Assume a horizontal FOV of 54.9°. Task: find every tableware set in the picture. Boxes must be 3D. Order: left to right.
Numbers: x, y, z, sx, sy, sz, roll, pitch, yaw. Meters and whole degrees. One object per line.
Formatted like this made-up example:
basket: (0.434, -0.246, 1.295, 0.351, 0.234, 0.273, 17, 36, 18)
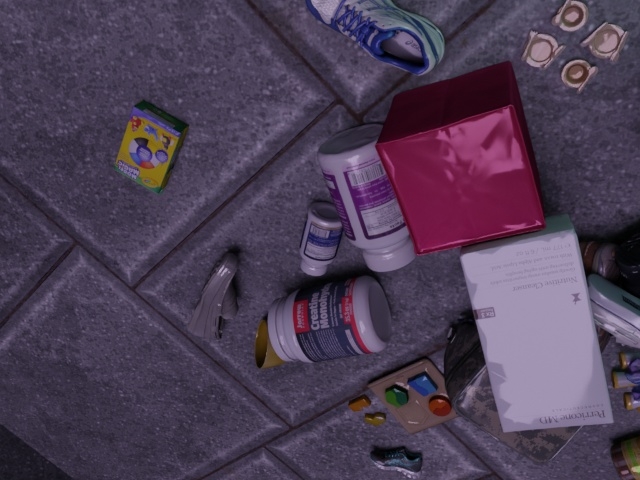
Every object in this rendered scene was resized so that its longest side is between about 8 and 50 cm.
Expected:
tableware set: (0.478, -0.367, 1.165, 0.168, 0.020, 0.141, 31, 124, -4)

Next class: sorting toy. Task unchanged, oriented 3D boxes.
sorting toy: (0.240, 0.469, 1.749, 0.307, 0.041, 0.229, -33, 108, 30)

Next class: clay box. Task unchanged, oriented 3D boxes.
clay box: (-0.418, -0.213, 1.500, 0.127, 0.053, 0.222, 29, 124, -3)

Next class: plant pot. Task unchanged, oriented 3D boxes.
plant pot: (-0.119, 0.289, 1.698, 0.095, 0.134, 0.134, 8, 127, -19)

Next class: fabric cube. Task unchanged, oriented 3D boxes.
fabric cube: (0.279, -0.161, 1.209, 0.259, 0.258, 0.254, -12, 118, 23)

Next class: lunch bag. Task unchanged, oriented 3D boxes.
lunch bag: (0.448, 0.335, 1.477, 0.305, 0.256, 0.213, 31, 103, -7)

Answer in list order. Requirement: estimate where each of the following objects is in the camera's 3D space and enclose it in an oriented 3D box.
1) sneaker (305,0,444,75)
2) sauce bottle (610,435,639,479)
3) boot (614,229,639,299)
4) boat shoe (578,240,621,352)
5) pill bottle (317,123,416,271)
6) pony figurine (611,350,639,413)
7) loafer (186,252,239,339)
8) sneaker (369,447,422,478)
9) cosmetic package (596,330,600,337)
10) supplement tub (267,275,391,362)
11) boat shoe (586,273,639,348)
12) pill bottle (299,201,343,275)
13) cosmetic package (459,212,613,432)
sneaker: (0.101, -0.415, 1.177, 0.296, 0.131, 0.112, 25, 127, 2)
sauce bottle: (0.915, 0.518, 1.549, 0.344, 0.111, 0.111, -32, 108, 28)
boot: (0.738, 0.040, 1.307, 0.246, 0.094, 0.207, -34, 134, 1)
boat shoe: (0.606, 0.137, 1.402, 0.116, 0.123, 0.325, 20, 128, 41)
pill bottle: (0.116, -0.088, 1.357, 0.169, 0.169, 0.302, -10, 118, 21)
pony figurine: (0.858, 0.295, 1.356, 0.363, 0.303, 0.351, -8, 151, 16)
loafer: (-0.268, 0.157, 1.664, 0.111, 0.112, 0.319, 24, 133, -6)
sneaker: (0.233, 0.658, 1.870, 0.166, 0.065, 0.076, 14, 108, 3)
cosmetic package: (0.488, 0.179, 1.384, 0.231, 0.117, 0.086, 45, 145, 26)
supplement tub: (0.025, 0.203, 1.552, 0.272, 0.191, 0.191, -14, 117, 23)
boat shoe: (0.636, 0.176, 1.273, 0.267, 0.096, 0.088, 31, 127, -4)
pill bottle: (0.000, 0.000, 1.490, 0.094, 0.094, 0.169, 18, 125, 4)
cosmetic package: (0.421, 0.163, 1.205, 0.217, 0.156, 0.385, -14, 100, 20)
